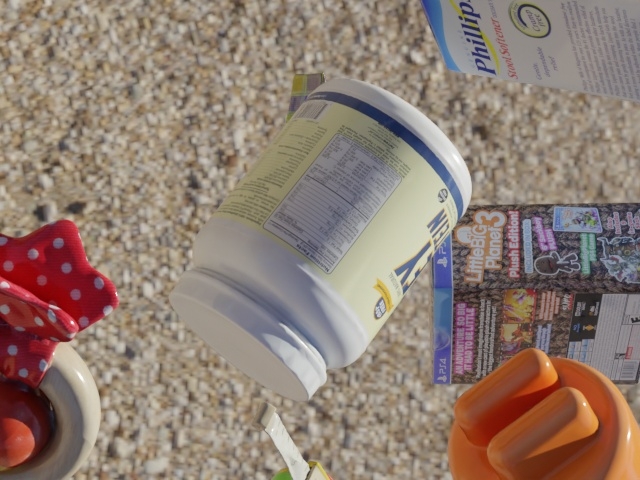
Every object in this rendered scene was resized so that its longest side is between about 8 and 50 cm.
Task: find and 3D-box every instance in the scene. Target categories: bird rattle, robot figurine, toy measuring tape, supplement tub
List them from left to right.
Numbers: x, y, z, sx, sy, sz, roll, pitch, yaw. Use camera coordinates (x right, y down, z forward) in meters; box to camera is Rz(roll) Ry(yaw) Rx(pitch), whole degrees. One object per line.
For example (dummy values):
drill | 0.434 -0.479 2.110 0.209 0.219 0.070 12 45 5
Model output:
bird rattle | -0.256 0.106 0.955 0.253 0.143 0.207 -28 118 4
toy measuring tape | -0.055 0.349 1.809 0.121 0.121 0.330 -56 134 -32
supplement tub | 0.000 0.000 1.449 0.325 0.235 0.235 -53 123 -18
robot figurine | 0.167 0.165 0.856 0.219 0.158 0.128 55 49 -41

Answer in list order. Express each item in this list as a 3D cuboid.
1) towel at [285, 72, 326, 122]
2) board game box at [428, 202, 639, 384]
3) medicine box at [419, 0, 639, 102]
towel | -0.024 -0.221 1.940 0.009 0.060 0.083 23 75 -56
board game box | 0.292 0.076 1.680 0.232 0.291 0.141 85 7 -51
medicine box | 0.294 -0.302 1.333 0.263 0.289 0.149 -55 140 -24
